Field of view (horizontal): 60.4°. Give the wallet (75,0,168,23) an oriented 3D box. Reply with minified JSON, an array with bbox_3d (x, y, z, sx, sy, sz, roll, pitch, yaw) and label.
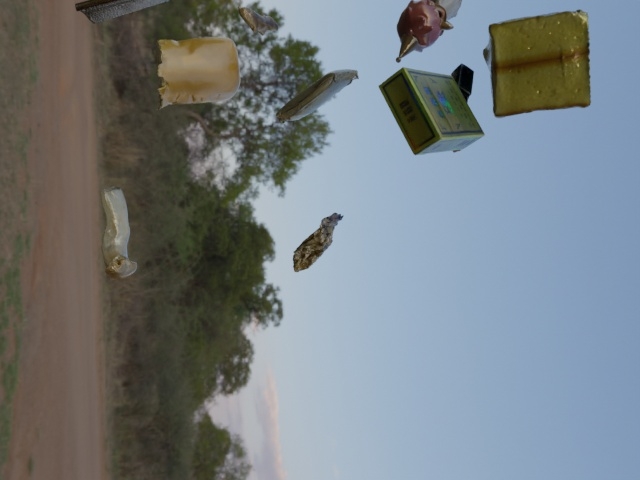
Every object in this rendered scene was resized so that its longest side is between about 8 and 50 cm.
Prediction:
[{"bbox_3d":[-0.580,-0.700,1.615,0.133,0.242,0.039,-87,163,-84],"label":"wallet"}]

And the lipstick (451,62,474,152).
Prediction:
[{"bbox_3d":[0.378,-0.364,1.517,0.051,0.051,0.312,-37,-149,52],"label":"lipstick"}]

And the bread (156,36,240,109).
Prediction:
[{"bbox_3d":[-0.233,-0.317,1.051,0.134,0.173,0.085,110,-38,-54],"label":"bread"}]

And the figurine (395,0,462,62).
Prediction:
[{"bbox_3d":[0.348,-0.708,1.764,0.387,0.166,0.207,-54,165,-30],"label":"figurine"}]

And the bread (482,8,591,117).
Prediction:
[{"bbox_3d":[0.569,-0.481,1.490,0.362,0.244,0.234,-50,133,-65],"label":"bread"}]

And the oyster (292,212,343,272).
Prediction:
[{"bbox_3d":[-0.005,0.006,1.321,0.056,0.177,0.105,42,-9,6],"label":"oyster"}]

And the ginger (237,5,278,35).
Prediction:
[{"bbox_3d":[-0.163,-0.565,1.427,0.044,0.137,0.058,23,-76,26],"label":"ginger"}]

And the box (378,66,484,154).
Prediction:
[{"bbox_3d":[0.208,-0.233,1.000,0.064,0.220,0.141,-30,-97,34],"label":"box"}]

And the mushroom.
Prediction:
[{"bbox_3d":[-0.425,-0.020,1.150,0.059,0.054,0.202,14,65,-61],"label":"mushroom"}]

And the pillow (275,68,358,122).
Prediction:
[{"bbox_3d":[-0.013,-0.337,1.288,0.208,0.119,0.053,-27,-81,36],"label":"pillow"}]
